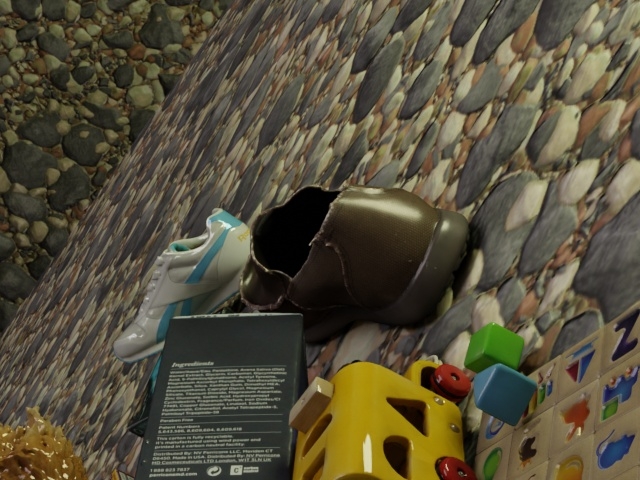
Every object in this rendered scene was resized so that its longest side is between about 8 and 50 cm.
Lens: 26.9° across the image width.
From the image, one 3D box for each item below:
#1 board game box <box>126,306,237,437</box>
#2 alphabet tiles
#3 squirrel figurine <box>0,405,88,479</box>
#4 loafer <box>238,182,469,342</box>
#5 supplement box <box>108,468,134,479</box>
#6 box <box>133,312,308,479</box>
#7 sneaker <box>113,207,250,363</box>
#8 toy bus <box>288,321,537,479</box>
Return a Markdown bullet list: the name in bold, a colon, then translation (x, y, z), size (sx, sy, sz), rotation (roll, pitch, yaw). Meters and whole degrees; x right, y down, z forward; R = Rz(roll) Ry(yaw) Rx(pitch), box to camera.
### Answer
- **board game box**: translation (-0.164, 0.158, 1.581), size (0.186, 0.026, 0.126), rotation (-34, 29, 56)
- **alphabet tiles**: translation (0.151, 0.122, 0.729), size (0.237, 0.009, 0.198), rotation (-43, 22, 44)
- **squirrel figurine**: translation (-0.299, 0.361, 1.193), size (0.397, 0.281, 0.370), rotation (-54, -3, 9)
- **loafer**: translation (0.000, 0.000, 1.181), size (0.133, 0.130, 0.366), rotation (-64, 17, -18)
- **supplement box**: translation (-0.227, 0.303, 1.474), size (0.083, 0.043, 0.055), rotation (-60, 17, -1)
- **box**: translation (-0.064, 0.170, 0.987), size (0.207, 0.108, 0.153), rotation (-86, -6, -58)
- **sneaker**: translation (-0.165, 0.056, 1.568), size (0.229, 0.092, 0.087), rotation (-40, 7, 15)
- **toy bus**: translation (0.032, 0.132, 0.873), size (0.191, 0.104, 0.202), rotation (-65, 14, -18)
